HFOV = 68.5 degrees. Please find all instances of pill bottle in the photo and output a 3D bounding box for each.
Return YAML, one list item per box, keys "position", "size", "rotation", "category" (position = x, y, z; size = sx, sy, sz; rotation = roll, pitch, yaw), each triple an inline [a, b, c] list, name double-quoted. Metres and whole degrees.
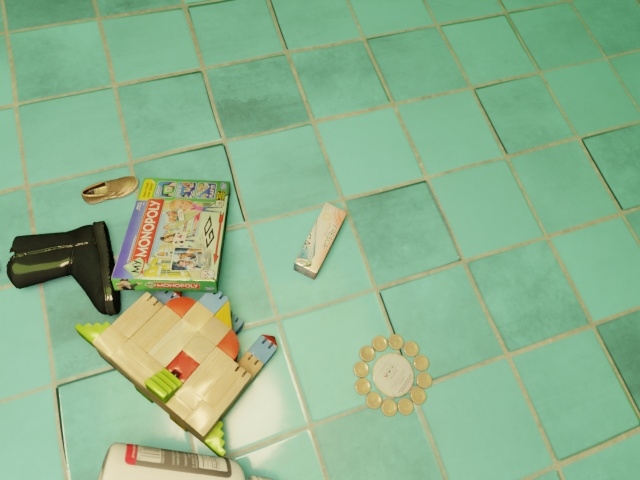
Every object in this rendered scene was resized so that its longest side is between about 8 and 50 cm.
- position: [-0.240, 0.478, 0.843]
  size: [0.318, 0.176, 0.177]
  rotation: [18, 67, -19]
  category: "pill bottle"

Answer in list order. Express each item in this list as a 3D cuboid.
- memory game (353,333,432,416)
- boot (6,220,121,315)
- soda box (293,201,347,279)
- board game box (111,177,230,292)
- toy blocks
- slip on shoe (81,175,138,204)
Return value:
- position: [0.166, 0.307, 1.082]
  size: [0.185, 0.012, 0.187]
  rotation: [2, 68, -6]
  category: "memory game"
- position: [-0.568, 0.079, 1.046]
  size: [0.207, 0.094, 0.247]
  rotation: [-15, 64, -15]
  category: "boot"
- position: [0.000, 0.000, 1.159]
  size: [0.062, 0.058, 0.183]
  rotation: [25, 68, 4]
  category: "soda box"
- position: [-0.328, -0.022, 1.081]
  size: [0.213, 0.046, 0.318]
  rotation: [2, 47, -6]
  category: "board game box"
- position: [-0.269, 0.221, 1.000]
  size: [0.381, 0.191, 0.261]
  rotation: [36, 58, 8]
  category: "toy blocks"
- position: [-0.520, -0.130, 1.162]
  size: [0.135, 0.041, 0.052]
  rotation: [-18, 72, -12]
  category: "slip on shoe"
